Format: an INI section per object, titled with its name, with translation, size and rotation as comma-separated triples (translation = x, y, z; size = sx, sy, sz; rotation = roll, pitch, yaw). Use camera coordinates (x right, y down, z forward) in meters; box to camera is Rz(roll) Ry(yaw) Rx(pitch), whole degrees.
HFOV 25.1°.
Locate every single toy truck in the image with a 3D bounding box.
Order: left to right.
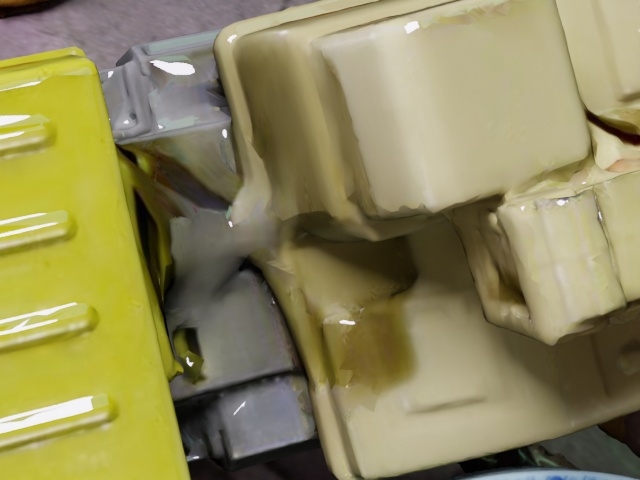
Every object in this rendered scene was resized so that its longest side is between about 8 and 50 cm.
[toy truck]
translation = 0.000, 0.000, 0.467
size = 0.405, 0.180, 0.254
rotation = -13, 1, -16

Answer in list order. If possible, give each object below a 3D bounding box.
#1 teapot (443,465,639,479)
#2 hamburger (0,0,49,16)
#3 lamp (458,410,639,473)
[teapot]
translation = 0.067, 0.164, 0.454
size = 0.232, 0.159, 0.159
rotation = -1, 31, -1
[hamburger]
translation = -0.237, -0.237, 0.956
size = 0.182, 0.118, 0.191
rotation = 21, 24, -8
[lamp]
translation = 0.186, 0.119, 0.634
size = 0.253, 0.118, 0.118
rotation = 27, 28, 27
